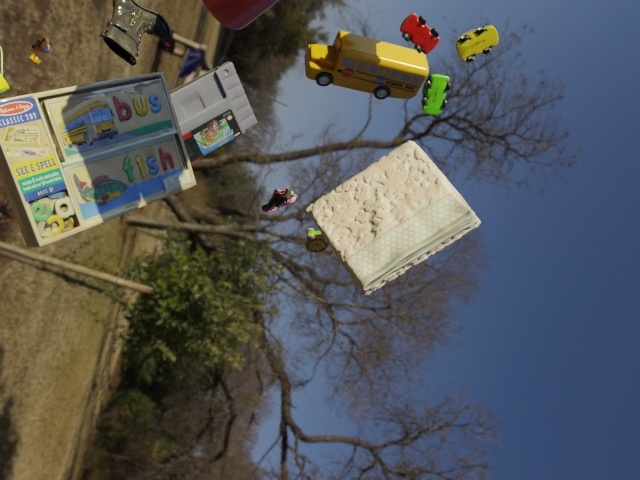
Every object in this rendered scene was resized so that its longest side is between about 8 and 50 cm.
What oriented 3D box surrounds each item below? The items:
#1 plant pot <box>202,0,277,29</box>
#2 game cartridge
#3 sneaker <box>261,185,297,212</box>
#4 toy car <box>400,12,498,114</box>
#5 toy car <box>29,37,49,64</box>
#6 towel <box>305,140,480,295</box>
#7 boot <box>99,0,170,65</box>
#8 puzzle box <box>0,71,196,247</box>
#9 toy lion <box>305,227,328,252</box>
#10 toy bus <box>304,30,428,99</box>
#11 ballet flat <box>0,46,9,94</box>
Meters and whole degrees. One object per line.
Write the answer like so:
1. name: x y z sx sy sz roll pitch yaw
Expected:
1. plant pot: -0.235 -0.868 1.876 0.243 0.275 0.275 -12 -128 31
2. game cartridge: -0.393 -0.391 1.838 0.355 0.230 0.068 -34 -149 -16
3. sneaker: -0.126 -0.122 1.663 0.119 0.057 0.047 -23 -157 22
4. toy car: 0.285 -0.418 1.374 0.053 0.238 0.225 -101 -162 -59
5. toy car: -0.864 -0.570 1.746 0.060 0.040 0.122 -13 -132 23
6. towel: 0.165 -0.066 1.395 0.331 0.053 0.317 -33 -128 0
7. boot: -0.618 -0.682 1.908 0.091 0.263 0.229 -13 -114 30
8. puzzle box: -0.450 -0.184 1.174 0.052 0.272 0.409 -1 -159 37
9. toy lion: 0.000 0.000 1.760 0.096 0.100 0.034 73 8 -47
10. toy bus: 0.127 -0.497 1.626 0.130 0.332 0.108 120 -27 -51
11. ballet flat: -0.654 -0.379 1.084 0.077 0.077 0.231 -21 -92 56
